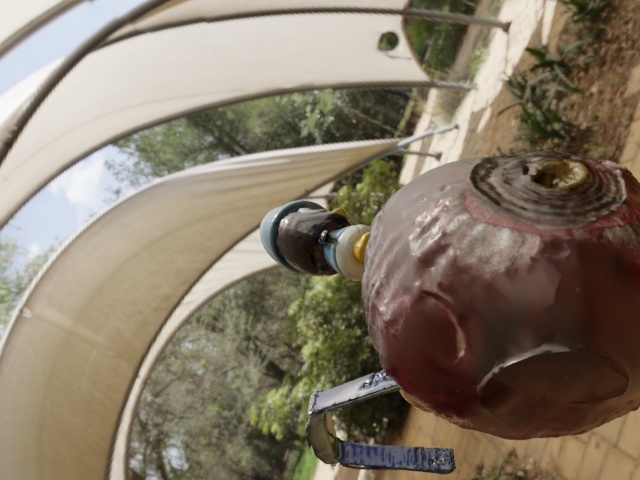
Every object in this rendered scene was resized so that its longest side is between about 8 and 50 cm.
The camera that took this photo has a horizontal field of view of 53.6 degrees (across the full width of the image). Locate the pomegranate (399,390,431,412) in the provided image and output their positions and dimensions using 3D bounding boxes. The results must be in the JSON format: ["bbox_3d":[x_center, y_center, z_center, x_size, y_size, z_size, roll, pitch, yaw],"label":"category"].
[{"bbox_3d":[0.261,0.270,1.396,0.209,0.209,0.209,18,-90,-89],"label":"pomegranate"}]

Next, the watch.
[{"bbox_3d":[0.110,0.304,1.125,0.068,0.275,0.276,-75,-16,-58],"label":"watch"}]

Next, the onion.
[{"bbox_3d":[0.137,0.054,0.505,0.206,0.207,0.216,-87,-1,-51],"label":"onion"}]

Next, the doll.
[{"bbox_3d":[0.000,0.000,1.194,0.314,0.177,0.141,11,78,47],"label":"doll"}]
